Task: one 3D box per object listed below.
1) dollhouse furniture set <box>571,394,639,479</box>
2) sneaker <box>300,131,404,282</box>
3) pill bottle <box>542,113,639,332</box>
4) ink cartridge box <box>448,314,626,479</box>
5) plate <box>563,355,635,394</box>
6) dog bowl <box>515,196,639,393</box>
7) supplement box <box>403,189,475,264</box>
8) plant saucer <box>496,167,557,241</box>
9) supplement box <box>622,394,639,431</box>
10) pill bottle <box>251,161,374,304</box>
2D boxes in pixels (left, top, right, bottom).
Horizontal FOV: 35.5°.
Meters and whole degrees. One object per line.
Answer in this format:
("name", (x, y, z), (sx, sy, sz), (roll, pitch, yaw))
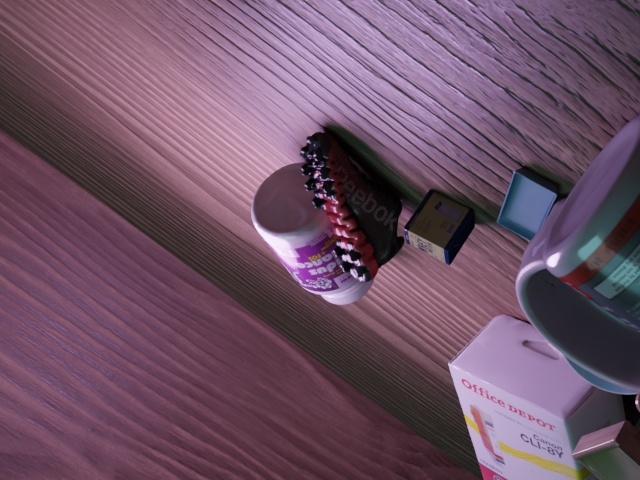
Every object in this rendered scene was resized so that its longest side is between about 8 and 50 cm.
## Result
("dollhouse furniture set", (0.518, 0.277, 1.508), (0.161, 0.242, 0.212), (42, 148, -1))
("sneaker", (0.063, -0.071, 1.702), (0.097, 0.135, 0.276), (22, 139, 64))
("pill bottle", (0.441, 0.040, 1.068), (0.363, 0.210, 0.210), (34, 164, 1))
("ink cartridge box", (0.429, 0.364, 1.914), (0.279, 0.160, 0.385), (22, 143, 44))
("plate", (0.465, 0.156, 1.570), (0.188, 0.024, 0.188), (17, 122, 29))
("dog bowl", (0.426, 0.091, 1.376), (0.348, 0.102, 0.349), (29, 157, 14))
("supplement box", (0.192, -0.021, 1.609), (0.083, 0.083, 0.056), (29, 162, 22))
("plant saucer", (0.298, -0.050, 1.439), (0.067, 0.018, 0.192), (30, 165, 13))
("supplement box", (0.604, 0.360, 1.934), (0.239, 0.073, 0.130), (15, 154, 50))
("pill bottle", (0.000, 0.000, 1.894), (0.169, 0.169, 0.301), (23, 161, 34))
